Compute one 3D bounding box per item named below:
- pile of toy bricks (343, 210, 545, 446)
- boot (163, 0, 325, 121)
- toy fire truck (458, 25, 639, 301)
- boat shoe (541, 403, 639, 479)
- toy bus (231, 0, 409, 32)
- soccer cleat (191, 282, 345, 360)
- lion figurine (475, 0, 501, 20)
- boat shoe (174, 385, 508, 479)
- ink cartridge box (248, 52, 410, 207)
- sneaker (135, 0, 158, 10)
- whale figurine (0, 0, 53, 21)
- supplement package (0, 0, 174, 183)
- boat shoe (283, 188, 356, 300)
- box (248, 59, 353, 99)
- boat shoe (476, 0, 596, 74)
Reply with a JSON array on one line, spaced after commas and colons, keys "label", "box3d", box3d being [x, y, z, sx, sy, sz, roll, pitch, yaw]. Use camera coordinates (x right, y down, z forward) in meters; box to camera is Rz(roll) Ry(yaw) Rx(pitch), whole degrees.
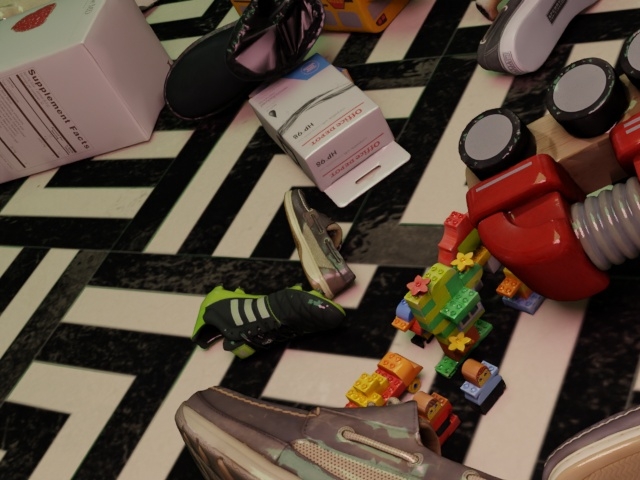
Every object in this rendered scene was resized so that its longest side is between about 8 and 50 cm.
[{"label": "pile of toy bricks", "box3d": [0.103, 0.061, 0.795, 0.118, 0.105, 0.212, 22, 62, 46]}, {"label": "boot", "box3d": [-0.102, -0.225, 1.167, 0.247, 0.094, 0.207, -33, 11, 8]}, {"label": "toy fire truck", "box3d": [0.241, -0.001, 0.714, 0.217, 0.158, 0.246, -27, 48, 26]}, {"label": "boat shoe", "box3d": [0.271, 0.121, 0.612, 0.285, 0.102, 0.092, -17, 22, -4]}, {"label": "toy bus", "box3d": [0.008, -0.361, 1.300, 0.333, 0.130, 0.108, 15, 57, 43]}, {"label": "soccer cleat", "box3d": [-0.052, 0.082, 0.923, 0.179, 0.060, 0.072, -2, 56, 41]}, {"label": "lion figurine", "box3d": [0.240, -0.395, 1.067, 0.240, 0.142, 0.392, -44, -4, 5]}, {"label": "boat shoe", "box3d": [0.041, 0.190, 0.699, 0.355, 0.132, 0.130, 23, 52, 36]}, {"label": "ink cartridge box", "box3d": [0.009, -0.128, 1.082, 0.104, 0.060, 0.180, -36, 47, -6]}, {"label": "sneaker", "box3d": [-0.302, -0.566, 1.691, 0.158, 0.182, 0.410, 1, 48, 35]}, {"label": "whale figurine", "box3d": [-0.409, -0.338, 1.522, 0.216, 0.141, 0.272, -17, 12, -36]}, {"label": "supplement package", "box3d": [-0.388, -0.226, 1.383, 0.293, 0.175, 0.177, -13, 41, 21]}, {"label": "boat shoe", "box3d": [0.000, 0.000, 0.979, 0.049, 0.056, 0.152, -23, 48, 3]}, {"label": "box", "box3d": [-0.031, -0.195, 1.230, 0.136, 0.028, 0.081, 23, 64, 44]}, {"label": "boat shoe", "box3d": [0.253, -0.270, 1.088, 0.076, 0.080, 0.228, 6, 55, 52]}]
